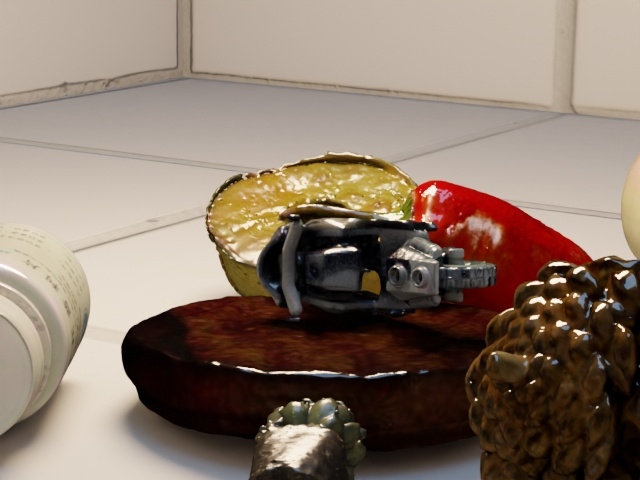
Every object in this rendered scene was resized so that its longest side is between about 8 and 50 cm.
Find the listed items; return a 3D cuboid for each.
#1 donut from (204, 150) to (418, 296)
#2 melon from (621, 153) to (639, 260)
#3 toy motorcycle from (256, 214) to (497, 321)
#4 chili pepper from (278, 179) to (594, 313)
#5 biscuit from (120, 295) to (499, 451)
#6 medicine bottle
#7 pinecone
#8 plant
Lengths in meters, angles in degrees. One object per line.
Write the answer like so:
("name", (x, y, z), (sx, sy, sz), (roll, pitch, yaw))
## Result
("donut", (0.000, 0.000, 2.191), (0.272, 0.107, 0.272), (-2, 37, 1))
("melon", (0.491, -0.042, 2.275), (0.223, 0.223, 0.317), (5, 14, 18))
("toy motorcycle", (0.041, 0.027, 1.788), (0.159, 0.106, 0.270), (-3, 5, -38))
("chili pepper", (0.140, 0.003, 1.944), (0.338, 0.135, 0.131), (25, 4, -22))
("biscuit", (0.009, 0.127, 1.782), (0.407, 0.091, 0.407), (0, 9, 0))
("medicine bottle", (-0.319, 0.088, 1.737), (0.170, 0.170, 0.293), (1, 11, 1))
("pinecone", (0.251, 0.118, 1.485), (0.257, 0.244, 0.243), (-14, 17, -18))
("plant", (-0.013, 0.189, 1.500), (0.092, 0.094, 0.143), (-11, 20, 17))
